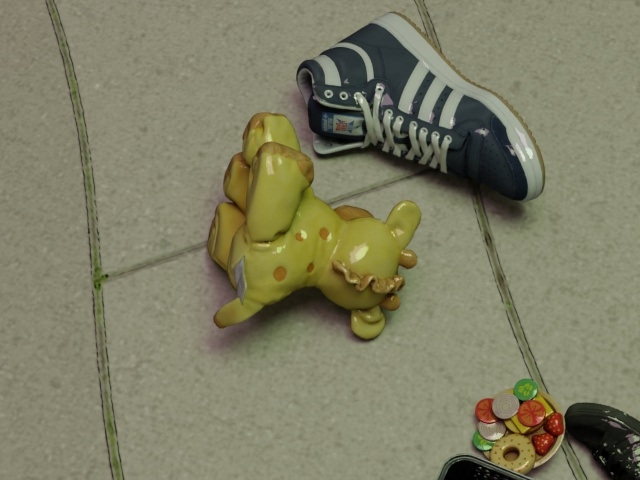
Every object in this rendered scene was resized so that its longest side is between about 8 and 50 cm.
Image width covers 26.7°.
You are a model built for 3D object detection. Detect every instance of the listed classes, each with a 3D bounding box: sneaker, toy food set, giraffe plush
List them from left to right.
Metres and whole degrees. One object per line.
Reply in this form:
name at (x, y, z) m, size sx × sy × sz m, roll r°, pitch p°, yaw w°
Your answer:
giraffe plush at (0.000, 0.000, 1.266) m, size 0.170 × 0.181 × 0.210 m, roll 12°, pitch 44°, yaw -17°
sneaker at (0.088, -0.112, 1.358) m, size 0.153 × 0.099 × 0.282 m, roll -27°, pitch 54°, yaw -21°
toy food set at (0.178, 0.168, 1.214) m, size 0.083 × 0.020 × 0.082 m, roll -36°, pitch 55°, yaw 0°
sneaker at (0.281, 0.212, 1.178) m, size 0.170 × 0.051 × 0.089 m, roll 25°, pitch 56°, yaw 12°

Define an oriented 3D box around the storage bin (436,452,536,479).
storage bin at (0.166, 0.272, 1.122) m, size 0.180 × 0.084 × 0.122 m, roll 20°, pitch 60°, yaw 14°
